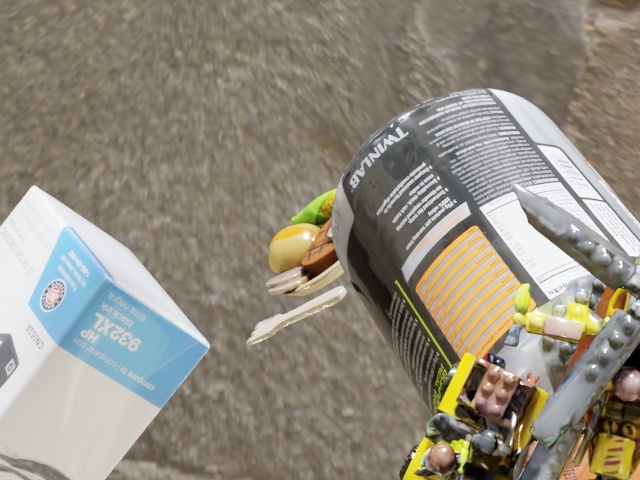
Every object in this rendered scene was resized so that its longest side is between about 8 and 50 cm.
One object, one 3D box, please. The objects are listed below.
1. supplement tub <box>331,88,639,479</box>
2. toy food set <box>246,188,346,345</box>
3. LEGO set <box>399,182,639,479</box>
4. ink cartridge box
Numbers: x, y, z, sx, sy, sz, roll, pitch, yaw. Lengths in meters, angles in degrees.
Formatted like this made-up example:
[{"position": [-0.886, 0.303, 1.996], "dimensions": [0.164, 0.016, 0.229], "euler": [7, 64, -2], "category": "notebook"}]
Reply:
[{"position": [0.146, 0.052, 1.039], "dimensions": [0.193, 0.316, 0.194], "euler": [-13, 132, -15], "category": "supplement tub"}, {"position": [0.000, 0.000, 1.327], "dimensions": [0.132, 0.192, 0.038], "euler": [-28, 111, 38], "category": "toy food set"}, {"position": [0.156, 0.140, 0.460], "dimensions": [0.331, 0.192, 0.255], "euler": [34, 89, 14], "category": "LEGO set"}, {"position": [-0.271, 0.137, 1.339], "dimensions": [0.129, 0.223, 0.307], "euler": [37, 92, -36], "category": "ink cartridge box"}]
